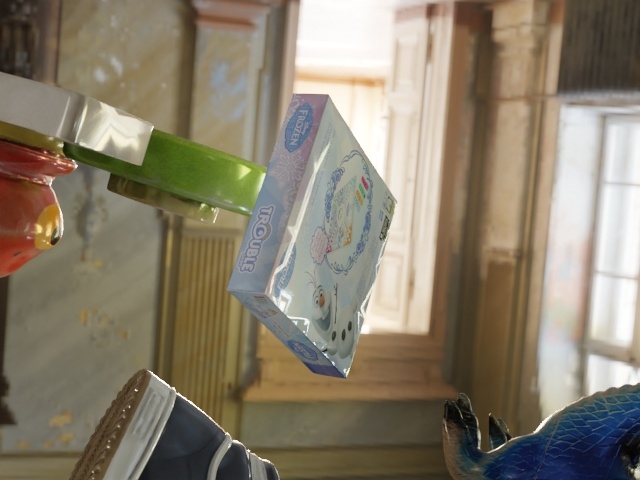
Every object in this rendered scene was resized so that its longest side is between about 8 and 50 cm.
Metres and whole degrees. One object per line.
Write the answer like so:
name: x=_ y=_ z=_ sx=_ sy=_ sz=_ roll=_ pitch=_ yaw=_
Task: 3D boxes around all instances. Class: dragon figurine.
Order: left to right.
dragon figurine: x=0.122 y=0.137 z=0.426 sx=0.144 sy=0.289 sz=0.085 roll=-3 pitch=156 yaw=31

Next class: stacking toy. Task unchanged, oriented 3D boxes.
stacking toy: x=-0.190 y=-0.025 z=0.612 sx=0.279 sy=0.130 sz=0.309 roll=18 pitch=-179 yaw=22

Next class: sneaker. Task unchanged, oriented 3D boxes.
sneaker: x=-0.118 y=0.237 z=0.723 sx=0.153 sy=0.282 sz=0.099 roll=35 pitch=142 yaw=-15

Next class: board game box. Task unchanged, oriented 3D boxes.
board game box: x=0.000 y=0.000 z=0.458 sx=0.020 sy=0.090 sz=0.090 roll=6 pitch=155 yaw=26
